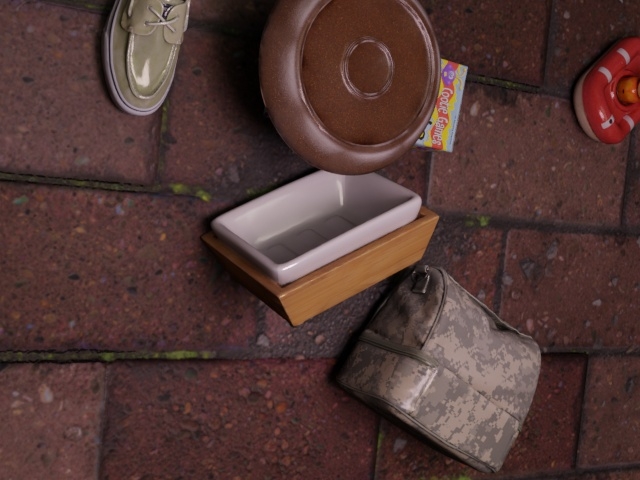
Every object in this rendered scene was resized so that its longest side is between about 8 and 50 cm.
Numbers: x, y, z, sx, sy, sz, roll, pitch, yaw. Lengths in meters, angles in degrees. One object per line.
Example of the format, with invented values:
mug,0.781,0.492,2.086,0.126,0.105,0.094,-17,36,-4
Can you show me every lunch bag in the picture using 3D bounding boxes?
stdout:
lunch bag,0.217,0.212,1.516,0.305,0.212,0.256,37,78,-29

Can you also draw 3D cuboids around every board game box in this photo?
board game box,0.072,-0.234,1.420,0.275,0.144,0.142,9,92,-30

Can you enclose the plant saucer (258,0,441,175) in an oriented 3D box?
plant saucer,0.060,-0.248,1.301,0.311,0.050,0.310,-4,97,-30

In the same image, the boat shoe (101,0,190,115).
boat shoe,-0.235,-0.326,1.259,0.109,0.094,0.302,7,92,-31

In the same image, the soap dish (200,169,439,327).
soap dish,0.000,0.000,1.369,0.291,0.229,0.118,-26,125,-26

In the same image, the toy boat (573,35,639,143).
toy boat,0.596,-0.285,1.716,0.231,0.151,0.151,-44,114,-19
